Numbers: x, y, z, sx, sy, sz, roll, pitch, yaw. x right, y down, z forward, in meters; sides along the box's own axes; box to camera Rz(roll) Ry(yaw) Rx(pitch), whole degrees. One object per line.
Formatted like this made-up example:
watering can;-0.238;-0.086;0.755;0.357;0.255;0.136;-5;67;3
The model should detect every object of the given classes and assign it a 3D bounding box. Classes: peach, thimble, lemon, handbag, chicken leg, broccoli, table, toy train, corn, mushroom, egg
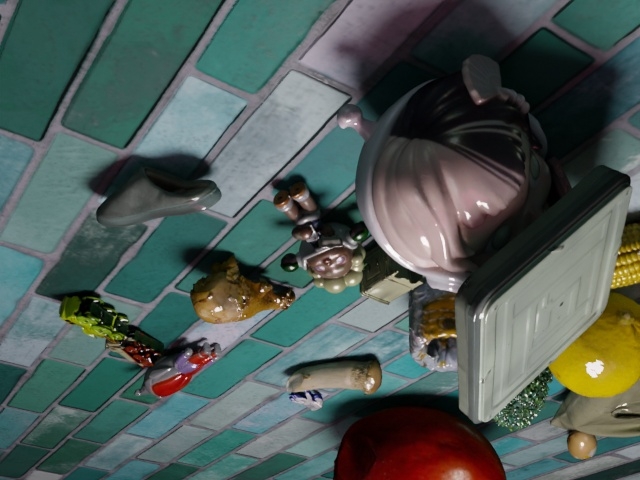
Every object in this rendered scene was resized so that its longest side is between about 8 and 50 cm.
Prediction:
peach;0.205;0.540;1.756;0.387;0.389;0.388;1;147;1
thimble;0.215;0.146;1.363;0.127;0.118;0.151;-6;147;12
lemon;0.471;0.173;1.343;0.178;0.179;0.203;6;148;-6
handbag;0.636;0.316;1.613;0.253;0.109;0.316;1;141;-6
chicken leg;-0.128;0.086;1.325;0.207;0.101;0.085;4;157;-43
broccoli;0.335;0.249;1.499;0.194;0.220;0.194;-13;-174;1
table;0.109;0.044;1.248;0.062;0.079;0.083;23;139;-32
toy train;-0.386;0.175;1.494;0.085;0.053;0.250;-4;149;23
corn;0.449;0.024;1.193;0.244;0.093;0.093;-15;143;22
mushroom;0.027;0.283;1.629;0.209;0.071;0.084;-7;178;19
egg;0.629;0.486;1.904;0.071;0.071;0.083;-3;145;7

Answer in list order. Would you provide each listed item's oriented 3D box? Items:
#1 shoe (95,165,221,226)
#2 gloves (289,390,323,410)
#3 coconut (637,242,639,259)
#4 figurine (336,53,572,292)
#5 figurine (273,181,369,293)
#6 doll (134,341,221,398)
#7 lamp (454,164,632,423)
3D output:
shoe;-0.233;-0.071;1.111;0.195;0.079;0.078;-4;112;23
gloves;-0.028;0.352;1.771;0.086;0.026;0.064;29;137;-28
coconut;0.544;-0.012;0.917;0.346;0.360;0.346;-35;154;-19
figurine;0.176;-0.040;0.980;0.210;0.253;0.361;2;158;30
figurine;0.000;0.001;1.174;0.147;0.094;0.197;-24;139;16
doll;-0.295;0.267;1.603;0.227;0.075;0.102;-32;151;27
lamp;0.267;0.072;0.959;0.269;0.047;0.267;-37;143;-21
